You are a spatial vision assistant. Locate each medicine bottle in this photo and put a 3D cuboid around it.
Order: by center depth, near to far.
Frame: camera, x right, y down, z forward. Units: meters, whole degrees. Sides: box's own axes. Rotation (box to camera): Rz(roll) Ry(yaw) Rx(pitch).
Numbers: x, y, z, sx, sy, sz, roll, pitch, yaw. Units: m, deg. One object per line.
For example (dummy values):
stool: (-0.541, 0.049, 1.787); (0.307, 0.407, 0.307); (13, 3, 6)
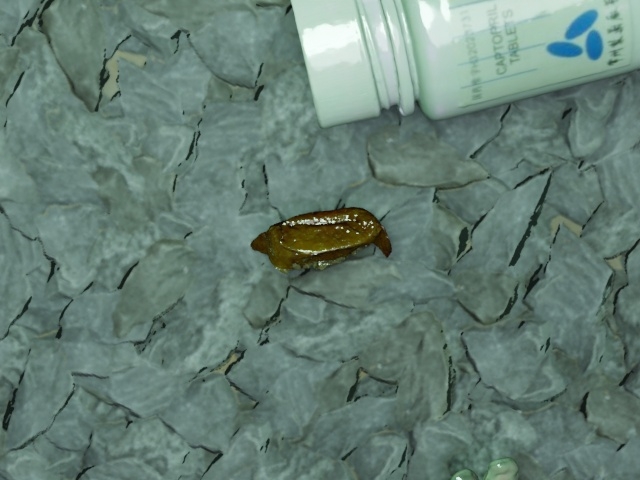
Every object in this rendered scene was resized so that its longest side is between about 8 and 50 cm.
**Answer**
medicine bottle: (0.125, -0.192, 1.259); (0.293, 0.170, 0.170); (-14, 107, 1)

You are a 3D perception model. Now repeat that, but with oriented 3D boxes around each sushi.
sushi: (0.000, 0.000, 1.361); (0.120, 0.055, 0.052); (-12, 62, -8)

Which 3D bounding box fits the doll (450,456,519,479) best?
doll: (0.150, 0.334, 1.448); (0.155, 0.113, 0.275); (-7, 100, -12)
